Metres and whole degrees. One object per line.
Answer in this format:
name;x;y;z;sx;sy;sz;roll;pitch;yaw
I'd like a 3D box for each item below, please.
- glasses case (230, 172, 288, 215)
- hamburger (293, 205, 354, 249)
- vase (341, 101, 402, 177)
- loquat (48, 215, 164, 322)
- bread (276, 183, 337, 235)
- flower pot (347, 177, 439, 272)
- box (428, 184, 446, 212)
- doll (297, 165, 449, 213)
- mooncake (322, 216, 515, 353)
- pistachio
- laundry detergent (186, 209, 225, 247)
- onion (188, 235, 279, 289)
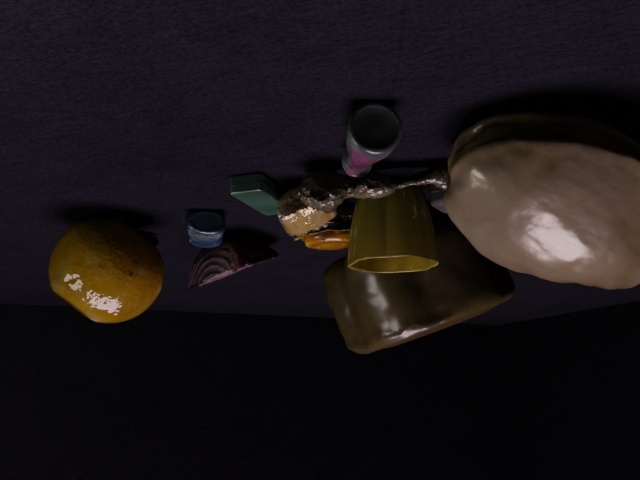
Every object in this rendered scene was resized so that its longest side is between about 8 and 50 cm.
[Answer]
glasses case;-0.121;-0.097;1.498;0.077;0.040;0.184;-5;166;20
hamburger;0.026;-0.032;1.665;0.189;0.093;0.164;-4;168;12
vase;0.076;-0.159;1.182;0.086;0.086;0.214;0;171;-5
loquat;-0.514;0.068;1.713;0.274;0.275;0.275;-1;166;0
bread;-0.031;-0.074;1.481;0.125;0.082;0.106;-23;149;4
flower pot;0.153;-0.031;1.492;0.195;0.179;0.195;0;168;0
box;0.354;-0.107;1.455;0.243;0.055;0.103;-10;165;30
doll;0.104;-0.111;1.380;0.285;0.091;0.202;-17;-155;-25
mooncake;0.248;0.115;1.799;0.466;0.263;0.467;-18;168;-4
pistachio;0.420;-0.066;1.214;0.445;0.282;0.365;24;151;-17
laundry detergent;-0.291;-0.022;1.756;0.096;0.061;0.206;0;167;-12
onion;-0.249;0.041;1.957;0.250;0.111;0.247;-23;179;34
